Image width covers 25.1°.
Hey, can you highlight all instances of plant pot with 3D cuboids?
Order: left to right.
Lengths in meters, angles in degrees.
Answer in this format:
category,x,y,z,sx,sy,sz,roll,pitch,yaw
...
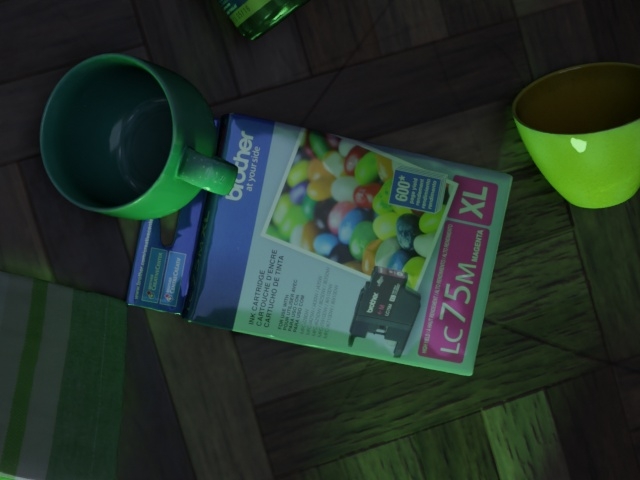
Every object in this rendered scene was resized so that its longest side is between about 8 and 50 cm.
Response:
category,x,y,z,sx,sy,sz,roll,pitch,yaw
plant pot,0.244,-0.086,1.279,0.134,0.134,0.095,-21,121,-11

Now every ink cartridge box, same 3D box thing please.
category,x,y,z,sx,sy,sz,roll,pitch,yaw
ink cartridge box,0.000,0.000,1.255,0.311,0.065,0.185,12,89,-11

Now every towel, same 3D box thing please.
category,x,y,z,sx,sy,sz,roll,pitch,yaw
towel,-0.313,0.090,1.113,0.325,0.248,0.038,13,122,-12

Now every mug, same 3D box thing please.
category,x,y,z,sx,sy,sz,roll,pitch,yaw
mug,-0.144,-0.071,1.181,0.129,0.097,0.157,-38,71,16

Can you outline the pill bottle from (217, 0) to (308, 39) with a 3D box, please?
category,x,y,z,sx,sy,sz,roll,pitch,yaw
pill bottle,-0.076,-0.286,1.193,0.123,0.123,0.219,-38,98,-8
